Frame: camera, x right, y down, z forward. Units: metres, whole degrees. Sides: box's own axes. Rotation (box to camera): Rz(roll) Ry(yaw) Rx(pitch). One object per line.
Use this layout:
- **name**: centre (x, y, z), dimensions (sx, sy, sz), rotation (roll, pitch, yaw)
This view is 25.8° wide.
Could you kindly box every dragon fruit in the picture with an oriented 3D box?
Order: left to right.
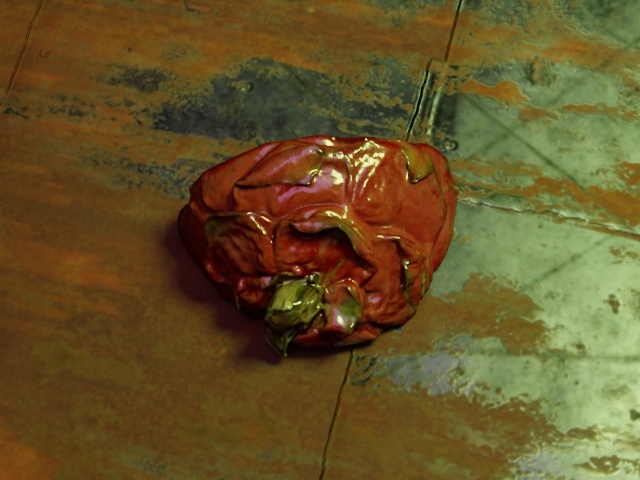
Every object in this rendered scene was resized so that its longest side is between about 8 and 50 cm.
- **dragon fruit**: centre (0.000, 0.000, 1.466), dimensions (0.317, 0.152, 0.205), rotation (-12, 67, 3)
